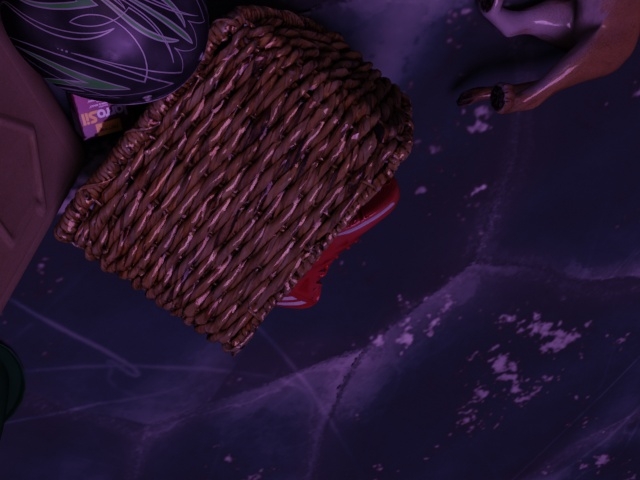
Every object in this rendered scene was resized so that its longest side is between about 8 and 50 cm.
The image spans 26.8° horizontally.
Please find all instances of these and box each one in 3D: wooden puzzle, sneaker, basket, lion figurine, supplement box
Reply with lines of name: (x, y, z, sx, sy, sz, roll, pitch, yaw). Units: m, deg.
wooden puzzle: (-0.343, -0.065, 1.124, 0.081, 0.347, 0.322, 2, 142, 22)
sneaker: (0.000, 0.000, 1.522, 0.221, 0.087, 0.128, -23, 147, 11)
basket: (-0.080, -0.084, 1.324, 0.223, 0.213, 0.299, 35, 112, -12)
lion figurine: (0.310, -0.279, 1.393, 0.240, 0.142, 0.392, -7, 147, -33)
supplement box: (-0.212, -0.143, 1.267, 0.055, 0.043, 0.083, -18, 111, -13)

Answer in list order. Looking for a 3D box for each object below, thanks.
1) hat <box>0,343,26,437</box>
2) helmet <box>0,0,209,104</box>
hat: (-0.385, 0.236, 1.450, 0.173, 0.183, 0.208, -13, 135, -17)
helmet: (-0.182, -0.196, 1.141, 0.169, 0.161, 0.169, -9, 105, -35)
